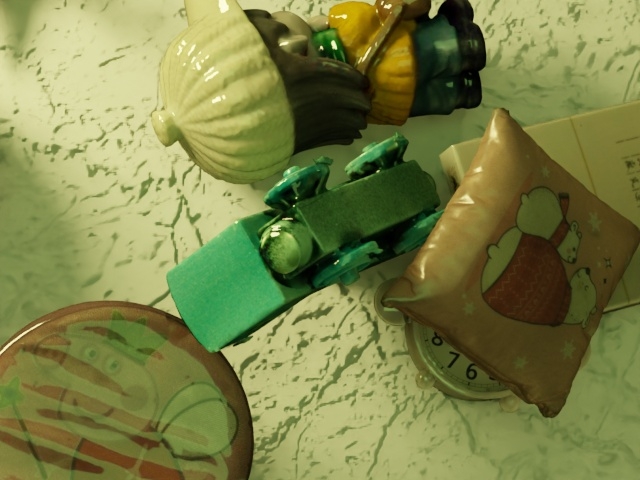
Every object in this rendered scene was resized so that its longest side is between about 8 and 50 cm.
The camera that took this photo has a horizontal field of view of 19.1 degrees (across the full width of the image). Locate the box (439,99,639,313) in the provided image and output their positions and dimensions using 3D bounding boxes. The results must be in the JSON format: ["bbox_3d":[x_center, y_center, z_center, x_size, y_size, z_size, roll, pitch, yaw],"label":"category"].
[{"bbox_3d":[0.320,-0.038,1.943,0.365,0.051,0.204,-14,81,-18],"label":"box"}]

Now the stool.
[{"bbox_3d":[-0.202,0.199,1.840,0.272,0.178,0.272,1,80,-4],"label":"stool"}]

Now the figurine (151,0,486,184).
[{"bbox_3d":[0.000,-0.156,1.913,0.332,0.185,0.204,2,48,0],"label":"figurine"}]

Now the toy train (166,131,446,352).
[{"bbox_3d":[0.000,0.000,1.831,0.194,0.298,0.120,-36,82,31],"label":"toy train"}]

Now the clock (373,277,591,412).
[{"bbox_3d":[0.163,0.091,1.941,0.229,0.063,0.155,14,82,-4],"label":"clock"}]

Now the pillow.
[{"bbox_3d":[0.190,0.023,1.810,0.223,0.084,0.236,40,68,-23],"label":"pillow"}]
